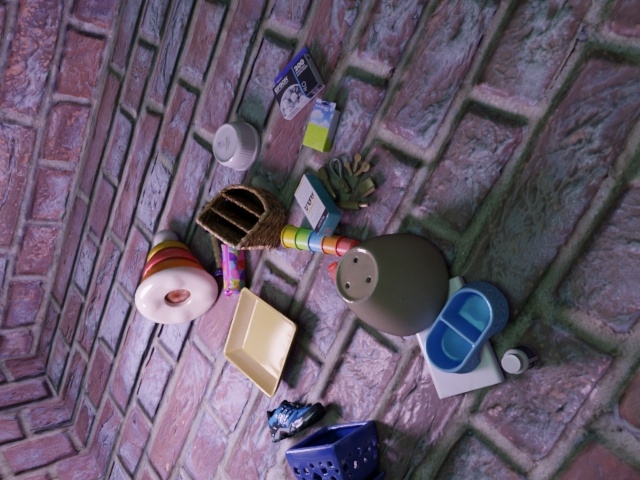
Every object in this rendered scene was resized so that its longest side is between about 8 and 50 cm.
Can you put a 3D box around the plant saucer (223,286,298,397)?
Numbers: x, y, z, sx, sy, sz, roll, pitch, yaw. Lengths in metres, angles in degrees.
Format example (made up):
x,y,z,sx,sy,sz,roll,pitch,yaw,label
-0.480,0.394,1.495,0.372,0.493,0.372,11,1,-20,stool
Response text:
x,y,z,sx,sy,sz,roll,pitch,yaw,label
-0.228,0.400,2.018,0.333,0.081,0.332,29,108,37,plant saucer

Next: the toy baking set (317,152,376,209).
x,y,z,sx,sy,sz,roll,pitch,yaw,label
0.095,-0.205,1.782,0.256,0.030,0.196,-3,85,41,toy baking set

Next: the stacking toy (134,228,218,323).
x,y,z,sx,sy,sz,roll,pitch,yaw,label
-0.682,0.111,2.317,0.350,0.351,0.479,-53,41,27,stacking toy

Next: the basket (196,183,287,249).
x,y,z,sx,sy,sz,roll,pitch,yaw,label
-0.309,-0.110,1.997,0.299,0.223,0.213,32,110,37,basket

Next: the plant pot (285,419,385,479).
x,y,z,sx,sy,sz,roll,pitch,yaw,label
0.061,0.752,1.677,0.236,0.236,0.211,-25,80,37,plant pot

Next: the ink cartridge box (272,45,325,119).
x,y,z,sx,sy,sz,roll,pitch,yaw,label
-0.099,-0.612,1.936,0.206,0.045,0.208,-37,65,34,ink cartridge box

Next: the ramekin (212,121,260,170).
x,y,z,sx,sy,sz,roll,pitch,yaw,label
-0.362,-0.401,2.117,0.207,0.109,0.206,0,91,40,ramekin

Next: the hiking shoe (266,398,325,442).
x,y,z,sx,sy,sz,roll,pitch,yaw,label
-0.109,0.660,1.892,0.304,0.113,0.132,-39,66,33,hiking shoe

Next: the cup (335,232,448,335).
x,y,z,sx,sy,sz,roll,pitch,yaw,label
0.183,0.120,1.529,0.331,0.237,0.330,-15,69,43,cup

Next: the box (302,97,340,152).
x,y,z,sx,sy,sz,roll,pitch,yaw,label
0.006,-0.424,1.846,0.109,0.043,0.178,28,107,36,box

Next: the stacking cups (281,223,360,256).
x,y,z,sx,sy,sz,roll,pitch,yaw,label
0.000,0.000,1.818,0.317,0.096,0.095,8,95,39,stacking cups

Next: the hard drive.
x,y,z,sx,sy,sz,roll,pitch,yaw,label
0.394,0.293,1.513,0.210,0.040,0.318,-31,70,36,hard drive

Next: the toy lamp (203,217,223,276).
x,y,z,sx,sy,sz,roll,pitch,yaw,label
-0.465,0.022,2.227,0.080,0.080,0.274,-21,79,38,toy lamp

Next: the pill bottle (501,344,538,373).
x,y,z,sx,sy,sz,roll,pitch,yaw,label
0.532,0.320,1.344,0.067,0.120,0.066,-1,89,40,pill bottle

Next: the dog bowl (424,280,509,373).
x,y,z,sx,sy,sz,roll,pitch,yaw,label
0.405,0.254,1.428,0.166,0.074,0.297,41,115,33,dog bowl

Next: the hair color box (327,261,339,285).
x,y,z,sx,sy,sz,roll,pitch,yaw,label
0.086,0.143,1.757,0.043,0.072,0.141,-39,65,33,hair color box

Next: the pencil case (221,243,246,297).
x,y,z,sx,sy,sz,roll,pitch,yaw,label
-0.368,0.120,2.127,0.105,0.105,0.236,-8,84,40,pencil case

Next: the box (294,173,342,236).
x,y,z,sx,sy,sz,roll,pitch,yaw,label
-0.012,-0.130,1.800,0.100,0.060,0.244,-62,39,31,box
